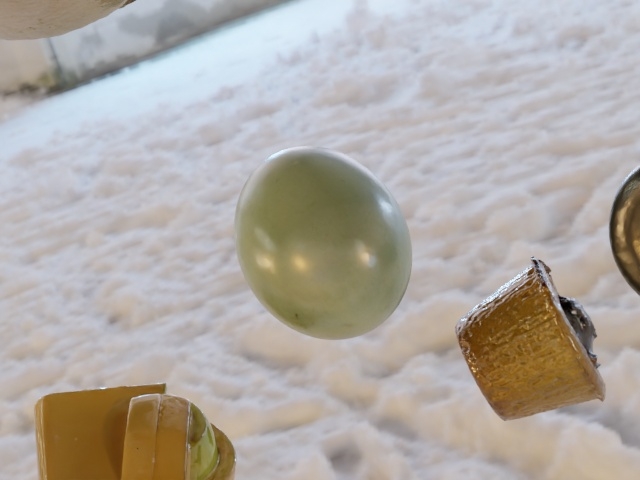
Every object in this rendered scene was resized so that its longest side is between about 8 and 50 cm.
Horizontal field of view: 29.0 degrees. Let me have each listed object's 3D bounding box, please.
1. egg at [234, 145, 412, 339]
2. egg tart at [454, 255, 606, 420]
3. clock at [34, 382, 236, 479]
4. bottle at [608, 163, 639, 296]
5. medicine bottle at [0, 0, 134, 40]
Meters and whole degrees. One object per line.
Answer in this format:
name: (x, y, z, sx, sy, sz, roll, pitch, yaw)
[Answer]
egg: (0.000, 0.000, 1.087, 0.149, 0.149, 0.192, -22, 55, -14)
egg tart: (0.286, 0.142, 1.664, 0.171, 0.215, 0.215, -27, 16, 10)
clock: (-0.171, 0.309, 1.122, 0.200, 0.244, 0.317, -2, 32, -6)
bottle: (0.354, -0.025, 1.034, 0.271, 0.156, 0.143, -13, -22, -46)
medicine bottle: (-0.204, -0.251, 0.602, 0.235, 0.236, 0.406, -17, -3, 2)
